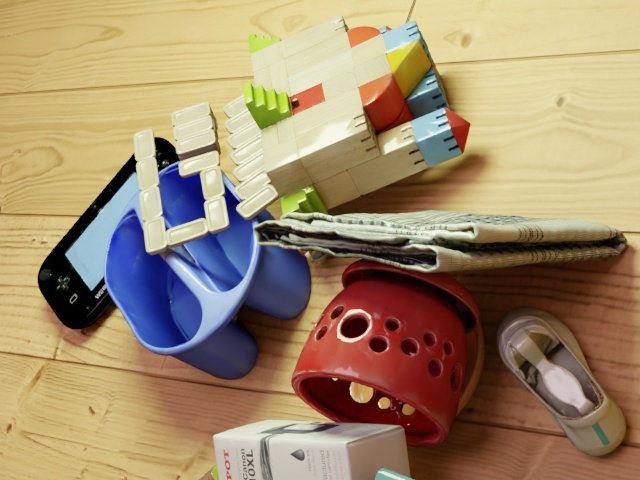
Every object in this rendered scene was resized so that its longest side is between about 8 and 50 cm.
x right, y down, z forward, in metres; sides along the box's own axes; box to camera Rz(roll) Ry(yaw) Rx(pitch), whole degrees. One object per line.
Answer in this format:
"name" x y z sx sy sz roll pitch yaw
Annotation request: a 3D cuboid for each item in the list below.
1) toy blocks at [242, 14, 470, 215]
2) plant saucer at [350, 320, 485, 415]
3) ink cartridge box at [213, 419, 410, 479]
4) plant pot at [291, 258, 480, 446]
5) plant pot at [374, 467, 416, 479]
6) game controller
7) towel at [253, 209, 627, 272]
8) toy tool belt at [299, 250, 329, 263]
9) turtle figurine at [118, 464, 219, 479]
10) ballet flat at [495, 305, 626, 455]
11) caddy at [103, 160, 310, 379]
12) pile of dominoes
"toy blocks" 0.052 -0.192 2.044 0.261 0.190 0.381 -23 38 10
"plant saucer" 0.122 0.156 1.847 0.200 0.037 0.200 -24 48 31
"ink cartridge box" -0.008 0.303 1.757 0.237 0.100 0.172 -5 93 48
"plant pot" 0.080 0.121 1.737 0.191 0.191 0.174 -3 59 43
"plant pot" 0.166 0.365 1.579 0.234 0.166 0.165 11 72 39
"game controller" -0.314 -0.010 2.354 0.319 0.067 0.166 -49 41 8
"towel" 0.135 -0.012 1.746 0.312 0.324 0.056 9 100 47
"toy tool belt" 0.000 0.000 2.040 0.051 0.083 0.052 -40 80 9
"turtle figurine" -0.196 0.377 1.965 0.217 0.087 0.269 -36 44 21
"ballet flat" 0.256 0.140 1.694 0.086 0.086 0.248 -48 41 8
"caddy" -0.172 0.032 2.104 0.241 0.179 0.341 -50 41 7
"pile of dominoes" -0.154 -0.092 2.086 0.196 0.040 0.251 -17 49 6
